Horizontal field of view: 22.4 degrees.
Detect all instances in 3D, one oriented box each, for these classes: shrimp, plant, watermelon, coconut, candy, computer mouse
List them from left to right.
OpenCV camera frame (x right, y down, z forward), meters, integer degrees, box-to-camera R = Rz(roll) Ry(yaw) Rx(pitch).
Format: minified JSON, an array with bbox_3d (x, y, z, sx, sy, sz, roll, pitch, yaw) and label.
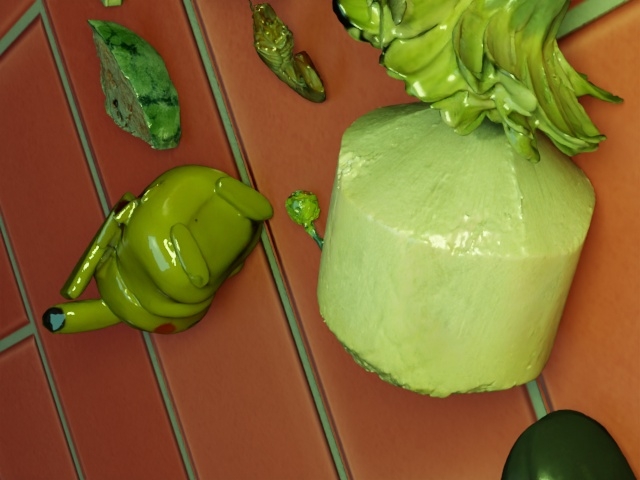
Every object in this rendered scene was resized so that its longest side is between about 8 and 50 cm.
[{"bbox_3d":[-0.230,-0.190,2.015,0.187,0.071,0.139,62,154,5],"label":"watermelon"},{"bbox_3d":[-0.036,-0.188,1.664,0.095,0.045,0.162,58,179,26],"label":"shrimp"},{"bbox_3d":[0.000,0.000,1.766,0.035,0.035,0.123,-32,83,40],"label":"candy"},{"bbox_3d":[0.116,-0.011,1.384,0.239,0.239,0.244,41,133,42],"label":"coconut"},{"bbox_3d":[0.133,-0.203,1.241,0.306,0.261,0.297,58,147,5],"label":"plant"},{"bbox_3d":[0.230,0.286,1.418,0.086,0.138,0.269,-157,59,-63],"label":"computer mouse"}]

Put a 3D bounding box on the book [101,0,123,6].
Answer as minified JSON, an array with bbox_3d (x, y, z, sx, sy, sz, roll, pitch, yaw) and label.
[{"bbox_3d":[-0.296,-0.509,1.997,0.260,0.043,0.371,49,141,37],"label":"book"}]

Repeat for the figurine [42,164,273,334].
[{"bbox_3d":[-0.196,0.026,1.931,0.169,0.218,0.327,45,148,2],"label":"figurine"}]
